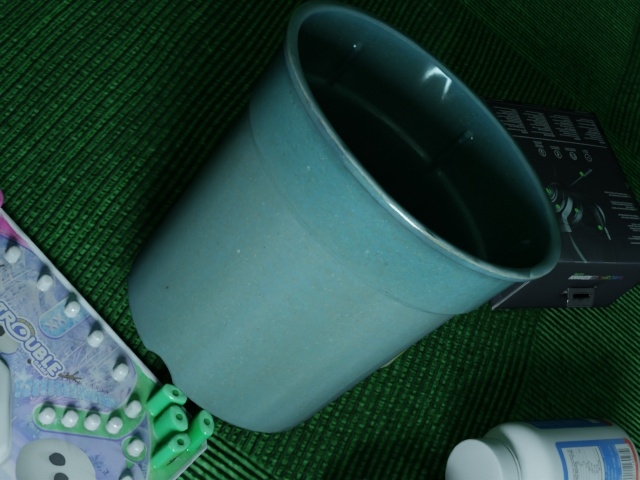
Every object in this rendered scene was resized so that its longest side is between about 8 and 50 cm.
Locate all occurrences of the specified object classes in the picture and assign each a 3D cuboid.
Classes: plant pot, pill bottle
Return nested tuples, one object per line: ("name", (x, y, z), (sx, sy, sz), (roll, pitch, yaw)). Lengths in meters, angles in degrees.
("plant pot", (0.000, 0.000, 1.220), (0.341, 0.334, 0.341), (33, 30, -22))
("pill bottle", (0.254, 0.268, 1.407), (0.221, 0.124, 0.124), (5, 56, -36))

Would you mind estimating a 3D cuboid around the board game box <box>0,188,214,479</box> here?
("board game box", (-0.329, 0.138, 1.088), (0.390, 0.050, 0.390), (47, 42, 2))

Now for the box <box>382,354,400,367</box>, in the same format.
("box", (0.053, 0.050, 1.424), (0.042, 0.109, 0.178), (-12, 66, -40))

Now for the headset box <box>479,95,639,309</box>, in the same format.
("headset box", (0.317, -0.040, 1.694), (0.246, 0.131, 0.283), (1, 58, -39))

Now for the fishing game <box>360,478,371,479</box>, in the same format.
("fishing game", (0.060, 0.326, 1.218), (0.264, 0.041, 0.189), (9, 50, -2))
